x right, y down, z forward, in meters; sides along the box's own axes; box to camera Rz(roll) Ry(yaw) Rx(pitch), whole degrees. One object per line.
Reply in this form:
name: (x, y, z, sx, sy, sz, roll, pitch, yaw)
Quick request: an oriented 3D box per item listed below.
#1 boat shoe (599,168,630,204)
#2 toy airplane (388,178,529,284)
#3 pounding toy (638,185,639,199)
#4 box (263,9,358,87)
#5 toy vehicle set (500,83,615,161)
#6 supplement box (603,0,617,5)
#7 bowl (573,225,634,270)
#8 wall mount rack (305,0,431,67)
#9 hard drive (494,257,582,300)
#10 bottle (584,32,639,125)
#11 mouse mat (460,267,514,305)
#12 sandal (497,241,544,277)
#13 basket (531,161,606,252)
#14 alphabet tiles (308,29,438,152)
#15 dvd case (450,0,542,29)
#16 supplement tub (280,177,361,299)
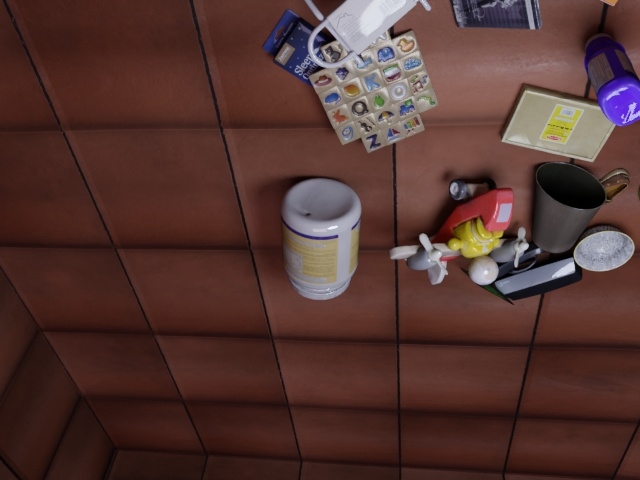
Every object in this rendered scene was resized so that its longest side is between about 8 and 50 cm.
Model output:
boat shoe: (0.809, -0.132, 1.809, 0.064, 0.060, 0.178, 30, 131, -19)
toy airplane: (0.424, 0.027, 1.870, 0.386, 0.272, 0.384, -28, 149, 9)
pounding toy: (1.028, -0.124, 1.749, 0.237, 0.110, 0.183, -15, 130, 22)
box: (-0.026, -0.478, 1.626, 0.225, 0.036, 0.136, 29, 131, -17)
toy vehicle set: (0.640, -0.312, 1.680, 0.267, 0.035, 0.166, 12, 134, -3)
supplement box: (0.671, -0.631, 1.340, 0.080, 0.078, 0.233, 20, 134, -10)
bowl: (0.861, 0.008, 1.922, 0.170, 0.080, 0.170, 5, 135, 5)
wall mount rack: (0.078, -0.579, 1.429, 0.350, 0.130, 0.304, -36, 123, 19)
hard drive: (0.713, 0.131, 2.036, 0.255, 0.054, 0.172, -22, 155, 25)
bottle: (0.666, -0.382, 1.437, 0.092, 0.282, 0.118, -29, 124, 31)
mouse mat: (0.546, 0.151, 2.053, 0.190, 0.153, 0.007, 34, 89, -49)
sandal: (0.629, 0.075, 2.012, 0.054, 0.097, 0.254, 50, 137, 1)
basket: (0.695, -0.081, 1.809, 0.154, 0.204, 0.227, -32, 145, -20)
alphabet tiles: (0.144, -0.396, 1.654, 0.285, 0.011, 0.342, -21, 128, 11)
dvd case: (0.384, -0.556, 1.414, 0.221, 0.018, 0.164, 21, 148, 44)
supplement tub: (0.000, 0.000, 1.938, 0.241, 0.241, 0.331, 5, 134, 4)
